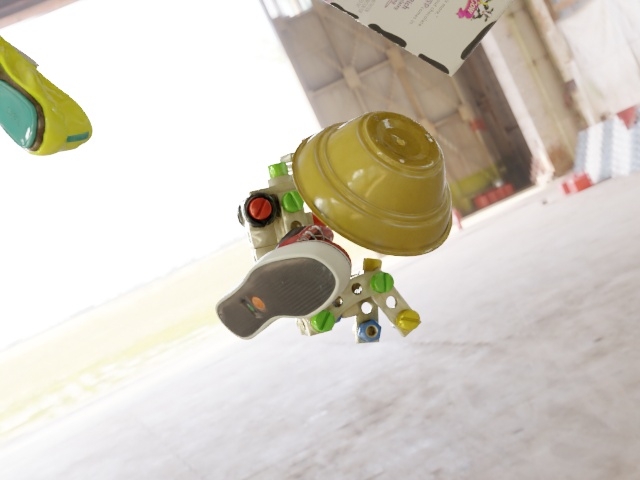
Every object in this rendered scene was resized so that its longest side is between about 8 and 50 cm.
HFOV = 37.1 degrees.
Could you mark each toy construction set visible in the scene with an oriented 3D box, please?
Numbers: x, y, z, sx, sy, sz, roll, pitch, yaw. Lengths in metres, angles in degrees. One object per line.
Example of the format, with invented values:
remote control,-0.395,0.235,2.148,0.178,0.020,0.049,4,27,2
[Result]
toy construction set,0.000,0.000,1.354,0.214,0.328,0.151,-13,-15,-14

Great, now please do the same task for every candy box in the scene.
candy box,0.061,-0.265,0.797,0.159,0.233,0.071,-50,18,40

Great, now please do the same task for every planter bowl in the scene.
planter bowl,0.081,-0.091,1.146,0.217,0.217,0.090,-27,-25,-44

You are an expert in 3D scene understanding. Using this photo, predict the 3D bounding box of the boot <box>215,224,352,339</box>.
boot,-0.013,0.018,1.151,0.176,0.088,0.244,-46,10,-35

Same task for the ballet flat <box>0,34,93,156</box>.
ballet flat,-0.297,-0.149,0.923,0.077,0.231,0.077,-10,-51,-45
